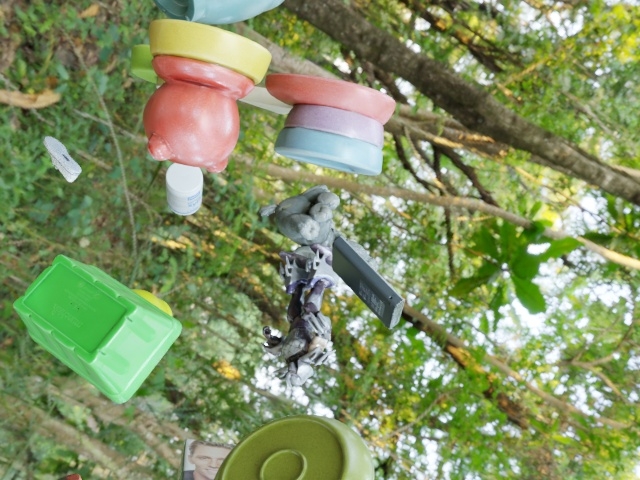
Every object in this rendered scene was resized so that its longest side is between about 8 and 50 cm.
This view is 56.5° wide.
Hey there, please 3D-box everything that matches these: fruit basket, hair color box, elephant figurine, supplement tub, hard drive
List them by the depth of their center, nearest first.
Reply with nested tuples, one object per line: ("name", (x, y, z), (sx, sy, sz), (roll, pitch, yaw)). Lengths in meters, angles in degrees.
("hard drive", (0.067, 0.063, 0.886), (0.022, 0.135, 0.094), (-37, 157, -17))
("supplement tub", (-0.266, -0.101, 1.164), (0.107, 0.071, 0.071), (120, -5, -66))
("elephant figurine", (0.000, 0.000, 1.444), (0.169, 0.239, 0.186), (-35, -138, -11))
("fruit basket", (-0.539, 0.226, 1.551), (0.283, 0.392, 0.392), (-54, -171, -20))
("hair color box", (-0.285, 0.655, 1.559), (0.347, 0.174, 0.105), (-140, -118, -76))

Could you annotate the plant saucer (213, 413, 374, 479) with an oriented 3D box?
("plant saucer", (-0.048, 0.325, 0.820), (0.241, 0.037, 0.241), (-14, -150, 8))

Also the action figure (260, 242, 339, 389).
("action figure", (-0.037, 0.145, 1.118), (0.185, 0.099, 0.284), (-27, -137, 38))

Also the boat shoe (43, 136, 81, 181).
("boat shoe", (-0.476, -0.146, 1.085), (0.035, 0.100, 0.035), (-48, 168, 23))

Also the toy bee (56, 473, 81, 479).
("toy bee", (-0.336, 0.373, 0.675), (0.162, 0.195, 0.298), (-18, 173, -23))

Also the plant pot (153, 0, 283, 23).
("plant pot", (-0.224, -0.530, 1.117), (0.196, 0.293, 0.293), (-44, -176, -25))

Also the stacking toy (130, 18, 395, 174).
("stacking toy", (-0.089, -0.138, 0.713), (0.280, 0.309, 0.130), (17, -84, 55))
